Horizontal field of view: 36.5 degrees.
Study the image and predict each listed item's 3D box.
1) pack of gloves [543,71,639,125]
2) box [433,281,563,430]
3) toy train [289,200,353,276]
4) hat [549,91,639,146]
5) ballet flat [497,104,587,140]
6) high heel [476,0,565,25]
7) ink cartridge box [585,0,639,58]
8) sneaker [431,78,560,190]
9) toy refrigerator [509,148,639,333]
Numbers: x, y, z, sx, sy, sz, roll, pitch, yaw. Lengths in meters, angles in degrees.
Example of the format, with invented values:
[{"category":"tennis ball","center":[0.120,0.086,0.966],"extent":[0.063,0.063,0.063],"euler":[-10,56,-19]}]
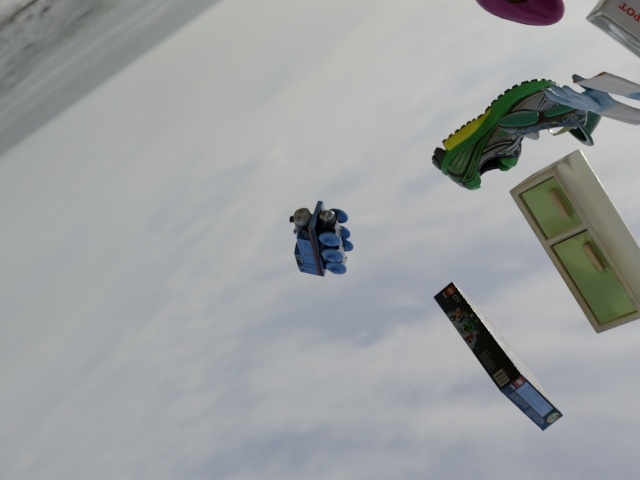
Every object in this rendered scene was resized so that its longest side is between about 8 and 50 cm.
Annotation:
[{"category":"pack of gloves","center":[0.517,-0.258,1.665],"extent":[0.195,0.232,0.046],"euler":[172,-72,-67]},{"category":"box","center":[0.287,0.186,1.579],"extent":[0.044,0.159,0.233],"euler":[-41,-138,9]},{"category":"toy train","center":[0.000,0.000,1.819],"extent":[0.105,0.184,0.080],"euler":[8,-122,15]},{"category":"hat","center":[0.669,-0.345,2.352],"extent":[0.183,0.208,0.173],"euler":[-43,-150,5]},{"category":"ballet flat","center":[0.469,-0.243,2.044],"extent":[0.189,0.070,0.070],"euler":[-10,-155,26]},{"category":"high heel","center":[0.312,-0.465,1.621],"extent":[0.181,0.377,0.127],"euler":[24,-88,62]},{"category":"ink cartridge box","center":[0.622,-0.439,1.655],"extent":[0.278,0.201,0.117],"euler":[-55,-177,6]},{"category":"sneaker","center":[0.428,-0.240,2.233],"extent":[0.343,0.146,0.134],"euler":[-39,163,-5]},{"category":"toy refrigerator","center":[0.420,0.004,1.527],"extent":[0.094,0.269,0.102],"euler":[-31,180,-42]}]
